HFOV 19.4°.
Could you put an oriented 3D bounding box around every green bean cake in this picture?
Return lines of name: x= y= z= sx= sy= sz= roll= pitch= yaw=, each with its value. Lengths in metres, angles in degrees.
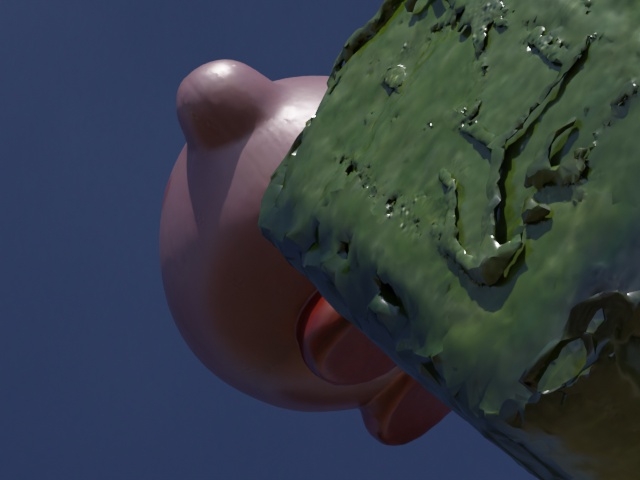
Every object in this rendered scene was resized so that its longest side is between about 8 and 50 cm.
green bean cake: x=0.093 y=-0.030 z=0.549 sx=0.113 sy=0.214 sz=0.200 roll=34 pitch=-84 yaw=-30

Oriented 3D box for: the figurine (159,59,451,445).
figurine: x=0.000 y=0.000 z=0.911 sx=0.173 sy=0.173 sz=0.173 roll=-2 pitch=-65 yaw=-5
